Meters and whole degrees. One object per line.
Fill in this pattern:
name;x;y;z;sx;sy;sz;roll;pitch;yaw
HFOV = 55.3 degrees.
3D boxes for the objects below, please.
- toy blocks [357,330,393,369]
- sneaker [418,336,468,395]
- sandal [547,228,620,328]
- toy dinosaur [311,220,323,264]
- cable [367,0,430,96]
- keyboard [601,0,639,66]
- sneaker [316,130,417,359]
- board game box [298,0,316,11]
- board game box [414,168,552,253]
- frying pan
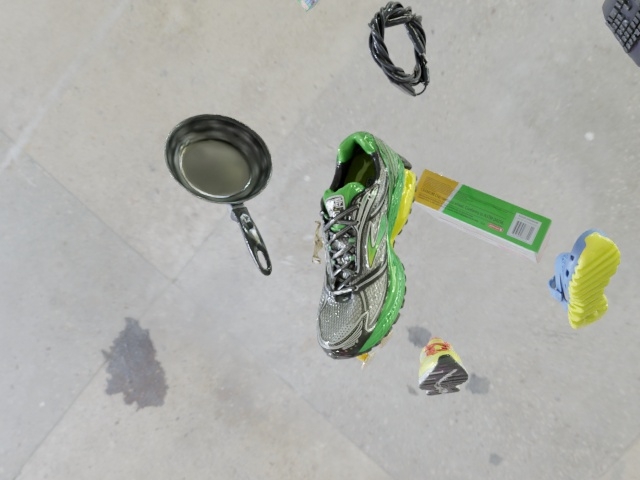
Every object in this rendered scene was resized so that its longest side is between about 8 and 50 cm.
toy blocks;0.080;0.217;1.453;0.148;0.054;0.123;35;62;19
sneaker;0.203;0.211;1.060;0.081;0.208;0.094;-7;68;3
sandal;0.588;0.077;1.402;0.126;0.317;0.138;-24;51;-7
toy dinosaur;0.000;0.000;1.494;0.053;0.183;0.093;20;109;4
cable;0.146;-0.347;1.081;0.047;0.184;0.151;5;82;40
keyboard;0.471;-0.313;0.805;0.033;0.317;0.201;-35;76;3
sneaker;0.041;0.002;0.887;0.134;0.146;0.344;-8;63;36
board game box;-0.024;-0.663;1.430;0.160;0.211;0.039;50;58;-9
board game box;0.327;-0.040;1.206;0.242;0.316;0.064;26;94;20
frying pan;-0.141;-0.097;1.095;0.326;0.053;0.197;47;56;8
